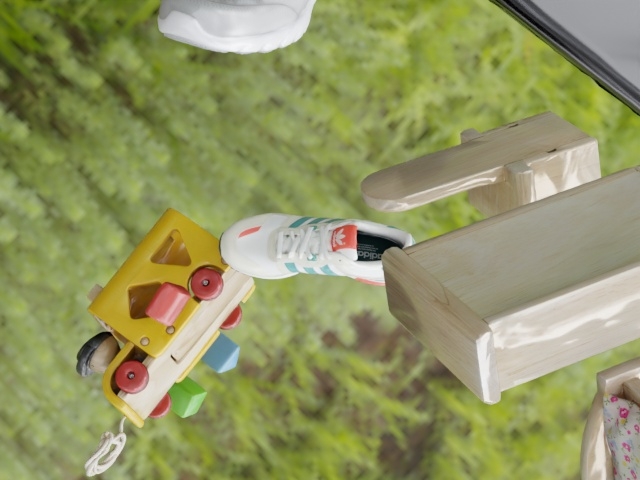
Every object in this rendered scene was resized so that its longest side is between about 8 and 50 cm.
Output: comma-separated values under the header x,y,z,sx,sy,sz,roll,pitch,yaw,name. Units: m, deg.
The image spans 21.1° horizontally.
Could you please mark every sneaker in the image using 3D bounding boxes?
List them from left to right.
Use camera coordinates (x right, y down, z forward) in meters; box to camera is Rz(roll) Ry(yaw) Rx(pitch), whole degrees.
x,y,z,sx,sy,sz,roll,pitch,yaw,name
-0.035,-0.236,1.313,0.281,0.105,0.115,-48,148,-45,sneaker
0.000,0.000,1.392,0.075,0.161,0.057,119,-24,-71,sneaker

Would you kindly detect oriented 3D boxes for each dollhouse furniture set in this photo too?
x,y,z,sx,sy,sz,roll,pitch,yaw,name
0.152,0.146,1.048,0.174,0.303,0.355,-19,120,-17,dollhouse furniture set

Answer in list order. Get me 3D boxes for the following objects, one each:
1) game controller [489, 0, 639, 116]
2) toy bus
x,y,z,sx,sy,sz,roll,pitch,yaw,name
0.146,-0.165,0.344,0.166,0.067,0.319,31,100,-32,game controller
-0.150,0.071,1.470,0.202,0.104,0.191,-29,148,-52,toy bus
